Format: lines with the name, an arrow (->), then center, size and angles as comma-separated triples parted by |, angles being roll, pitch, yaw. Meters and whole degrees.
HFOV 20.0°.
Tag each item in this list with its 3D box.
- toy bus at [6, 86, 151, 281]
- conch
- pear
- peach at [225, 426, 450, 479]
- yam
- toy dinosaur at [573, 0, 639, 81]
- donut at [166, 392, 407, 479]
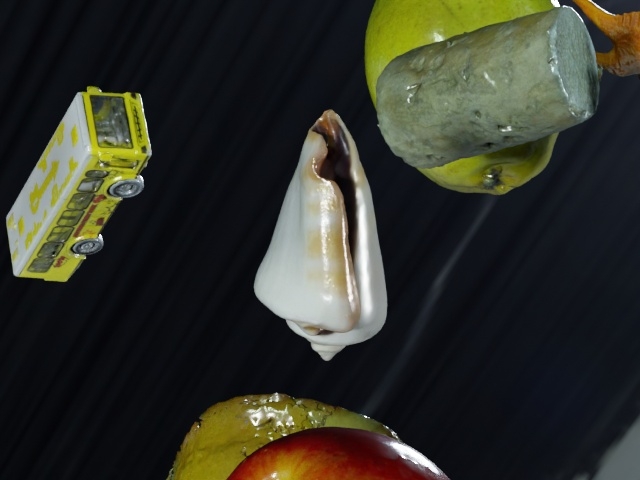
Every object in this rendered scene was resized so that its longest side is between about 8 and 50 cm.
toy bus -> -0.224, -0.050, 1.674 | 0.074, 0.226, 0.081 | 5, 58, -28
conch -> 0.010, 0.005, 1.253 | 0.094, 0.176, 0.104 | 29, 29, 21
pear -> 0.146, -0.176, 1.791 | 0.212, 0.212, 0.269 | 6, 69, -49
peach -> 0.026, 0.259, 1.412 | 0.243, 0.199, 0.243 | 46, 22, -25
yam -> 0.145, -0.127, 1.500 | 0.107, 0.194, 0.107 | 13, 71, -42
toy dinosaur -> 0.294, -0.169, 1.629 | 0.212, 0.057, 0.142 | 41, -18, -8
donut -> -0.032, 0.265, 1.717 | 0.272, 0.272, 0.107 | 26, 48, -17
